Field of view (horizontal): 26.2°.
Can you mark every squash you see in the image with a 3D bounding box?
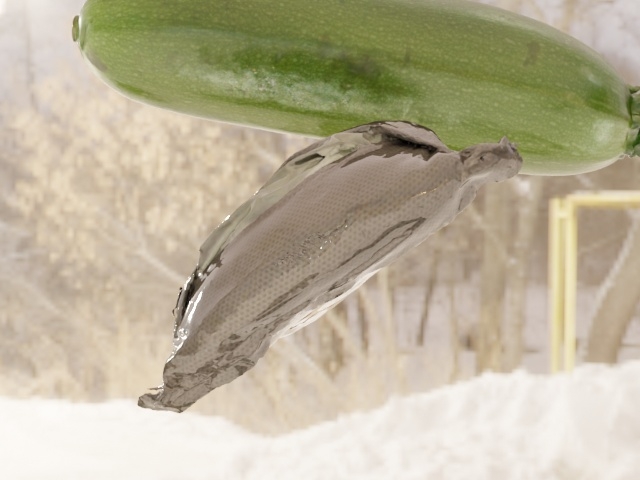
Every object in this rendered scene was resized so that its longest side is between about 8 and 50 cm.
[{"bbox_3d":[0.043,-0.100,0.815,0.378,0.101,0.101,11,-1,-8],"label":"squash"}]

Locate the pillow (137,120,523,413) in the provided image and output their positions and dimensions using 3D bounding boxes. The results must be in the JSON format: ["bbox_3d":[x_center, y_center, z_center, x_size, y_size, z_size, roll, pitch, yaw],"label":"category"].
[{"bbox_3d":[0.000,0.000,0.604,0.169,0.059,0.255,-39,-2,4],"label":"pillow"}]
